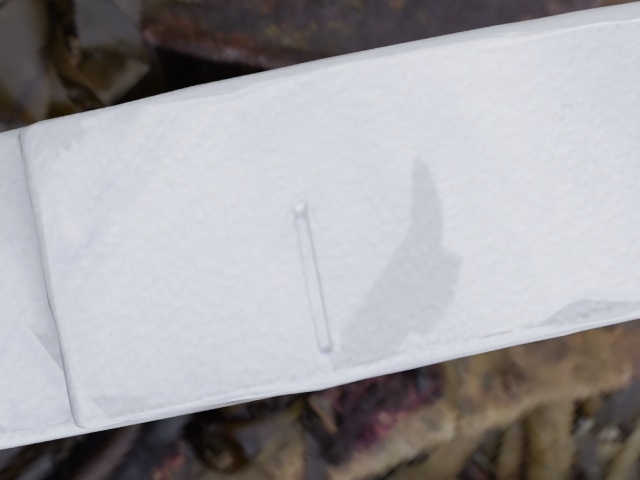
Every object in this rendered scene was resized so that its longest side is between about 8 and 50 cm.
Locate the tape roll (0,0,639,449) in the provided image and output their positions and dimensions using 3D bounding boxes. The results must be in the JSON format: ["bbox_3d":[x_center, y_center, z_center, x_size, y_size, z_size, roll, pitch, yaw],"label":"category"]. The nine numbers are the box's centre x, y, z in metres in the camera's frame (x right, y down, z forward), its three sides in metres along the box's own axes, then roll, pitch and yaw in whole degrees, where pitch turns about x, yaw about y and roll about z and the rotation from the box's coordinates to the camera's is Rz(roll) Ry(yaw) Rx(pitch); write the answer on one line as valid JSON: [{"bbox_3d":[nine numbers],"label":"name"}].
[{"bbox_3d":[0.000,0.000,0.580,0.392,0.392,0.072,-11,88,-26],"label":"tape roll"}]
